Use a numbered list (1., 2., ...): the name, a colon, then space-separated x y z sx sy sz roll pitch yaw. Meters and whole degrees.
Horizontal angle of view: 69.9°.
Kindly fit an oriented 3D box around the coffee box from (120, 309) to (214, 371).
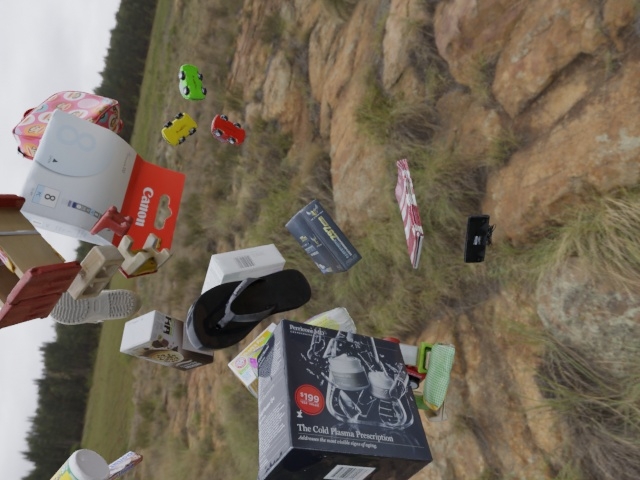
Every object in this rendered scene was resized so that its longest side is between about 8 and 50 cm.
1. coffee box: -0.560 0.383 1.711 0.168 0.297 0.118 -23 51 27

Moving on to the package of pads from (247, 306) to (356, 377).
1. package of pads: -0.058 0.305 1.347 0.101 0.297 0.229 61 160 5

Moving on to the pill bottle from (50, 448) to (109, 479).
1. pill bottle: -0.669 0.671 1.203 0.208 0.117 0.117 -49 18 -5

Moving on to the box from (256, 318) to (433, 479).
1. box: 0.038 0.386 1.076 0.179 0.343 0.312 -58 27 34

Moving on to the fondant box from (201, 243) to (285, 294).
1. fondant box: -0.282 0.175 1.582 0.096 0.238 0.330 52 134 30

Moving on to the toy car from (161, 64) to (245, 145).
1. toy car: -0.333 -0.357 1.233 0.053 0.239 0.225 -18 85 50

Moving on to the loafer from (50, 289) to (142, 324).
1. loafer: -0.604 0.179 1.239 0.092 0.269 0.102 48 -137 -75

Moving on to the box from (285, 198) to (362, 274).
1. box: 0.000 0.000 1.187 0.059 0.183 0.233 -38 3 -15

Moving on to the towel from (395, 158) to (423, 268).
1. towel: 0.313 -0.095 1.643 0.237 0.037 0.329 78 -174 -59

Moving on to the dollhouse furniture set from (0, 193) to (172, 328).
1. dollhouse furniture set: -0.524 0.028 0.947 0.152 0.201 0.374 -47 -12 16

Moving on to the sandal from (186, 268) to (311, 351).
1. sandal: -0.110 0.098 0.758 0.054 0.254 0.097 -38 80 43

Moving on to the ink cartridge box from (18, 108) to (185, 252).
1. ink cartridge box: -0.564 -0.140 1.240 0.091 0.385 0.308 -34 46 48

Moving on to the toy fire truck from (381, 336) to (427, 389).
1. toy fire truck: 0.327 0.450 1.747 0.158 0.217 0.246 -67 0 -48

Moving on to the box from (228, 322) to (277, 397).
1. box: -0.181 0.391 1.500 0.114 0.103 0.203 32 64 35

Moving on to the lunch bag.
1. lunch bag: -0.784 -0.352 1.405 0.293 0.258 0.120 -77 -2 -46

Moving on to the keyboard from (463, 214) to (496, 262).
1. keyboard: 0.571 -0.008 1.650 0.038 0.100 0.192 -80 -11 -61

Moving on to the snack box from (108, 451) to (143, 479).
1. snack box: -0.714 0.804 1.611 0.178 0.064 0.022 -12 -74 -67

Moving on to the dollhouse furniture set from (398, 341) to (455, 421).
1. dollhouse furniture set: 0.266 0.376 1.281 0.301 0.151 0.197 64 -146 -77
